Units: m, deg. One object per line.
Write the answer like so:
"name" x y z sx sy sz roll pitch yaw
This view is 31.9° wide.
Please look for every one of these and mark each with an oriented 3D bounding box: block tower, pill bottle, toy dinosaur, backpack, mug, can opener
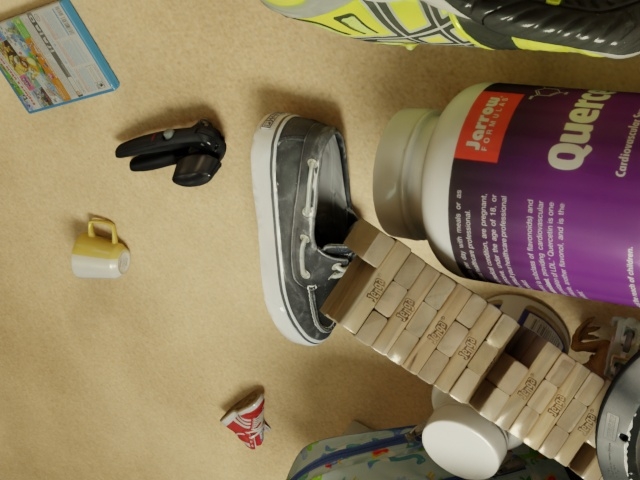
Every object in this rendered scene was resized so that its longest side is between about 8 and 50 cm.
"block tower" 0.154 0.111 1.019 0.335 0.097 0.091 34 180 -13
"pill bottle" 0.181 0.155 1.181 0.112 0.186 0.112 20 136 20
"toy dinosaur" 0.283 0.129 1.135 0.211 0.112 0.064 -7 109 -3
"backpack" 0.119 0.344 1.294 0.273 0.355 0.290 54 146 34
"mug" -0.291 0.019 1.491 0.064 0.062 0.078 9 139 19
"pill bottle" 0.215 -0.043 0.979 0.323 0.181 0.181 9 132 29
"can opener" -0.178 -0.105 1.299 0.186 0.073 0.059 5 138 44

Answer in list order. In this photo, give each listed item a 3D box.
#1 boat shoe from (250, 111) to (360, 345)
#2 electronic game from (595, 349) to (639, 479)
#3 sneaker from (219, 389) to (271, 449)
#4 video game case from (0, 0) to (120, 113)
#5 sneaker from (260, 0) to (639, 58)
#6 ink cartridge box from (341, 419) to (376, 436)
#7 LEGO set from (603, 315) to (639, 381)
"boat shoe" 0.000 0.000 1.238 0.102 0.108 0.301 13 127 28
"electronic game" 0.356 0.170 0.977 0.229 0.048 0.229 1 110 2
"sneaker" -0.092 0.254 1.577 0.067 0.042 0.118 46 146 -3
"video game case" -0.325 -0.216 1.331 0.166 0.015 0.119 -7 123 39
"sneaker" 0.108 -0.229 0.950 0.385 0.145 0.147 18 166 18
"ink cartridge box" 0.031 0.313 1.483 0.052 0.122 0.088 27 138 18
"LEGO set" 0.419 0.105 1.051 0.287 0.107 0.132 17 149 5
